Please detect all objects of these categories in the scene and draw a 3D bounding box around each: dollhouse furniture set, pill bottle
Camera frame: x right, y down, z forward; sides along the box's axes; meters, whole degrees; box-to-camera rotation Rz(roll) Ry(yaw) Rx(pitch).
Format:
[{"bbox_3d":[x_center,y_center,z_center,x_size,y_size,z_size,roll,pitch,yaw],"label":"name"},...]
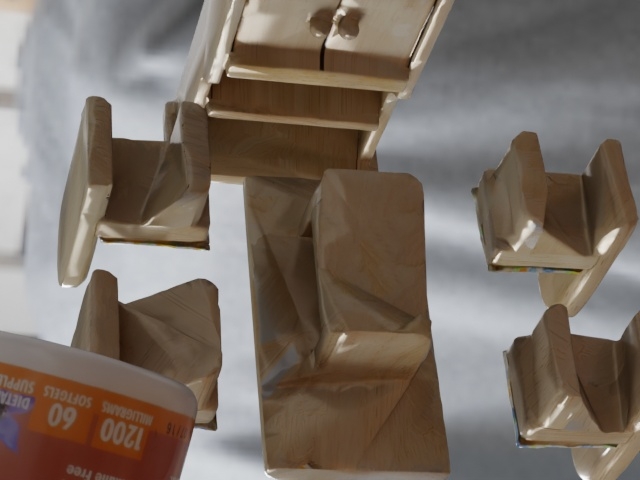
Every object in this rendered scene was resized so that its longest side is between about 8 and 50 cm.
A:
[{"bbox_3d":[0.000,0.000,1.339,0.256,0.362,0.394,113,156,-54],"label":"dollhouse furniture set"},{"bbox_3d":[-0.139,0.156,0.881,0.121,0.121,0.216,161,125,-74],"label":"pill bottle"}]
